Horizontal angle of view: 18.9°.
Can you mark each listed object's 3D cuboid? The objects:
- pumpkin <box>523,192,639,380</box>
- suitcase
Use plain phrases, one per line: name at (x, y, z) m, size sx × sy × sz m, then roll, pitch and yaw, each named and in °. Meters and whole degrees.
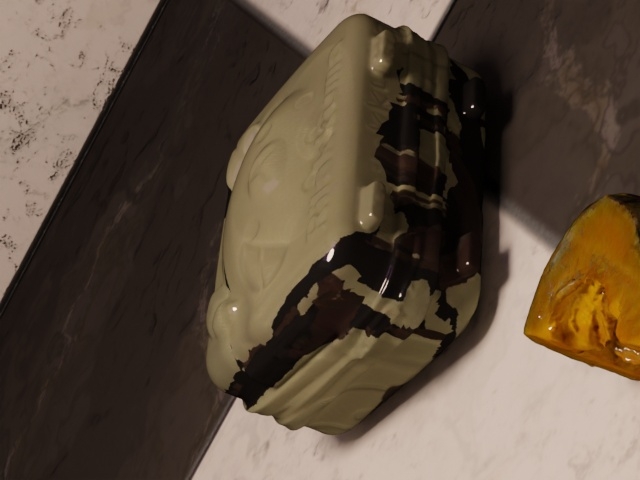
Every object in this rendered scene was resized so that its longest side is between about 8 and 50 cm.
pumpkin at (0.245, 0.034, 1.300) m, size 0.248 × 0.131 × 0.126 m, roll 9°, pitch 74°, yaw 65°
suitcase at (0.000, 0.000, 1.788) m, size 0.339 × 0.194 × 0.351 m, roll -45°, pitch 29°, yaw 44°
